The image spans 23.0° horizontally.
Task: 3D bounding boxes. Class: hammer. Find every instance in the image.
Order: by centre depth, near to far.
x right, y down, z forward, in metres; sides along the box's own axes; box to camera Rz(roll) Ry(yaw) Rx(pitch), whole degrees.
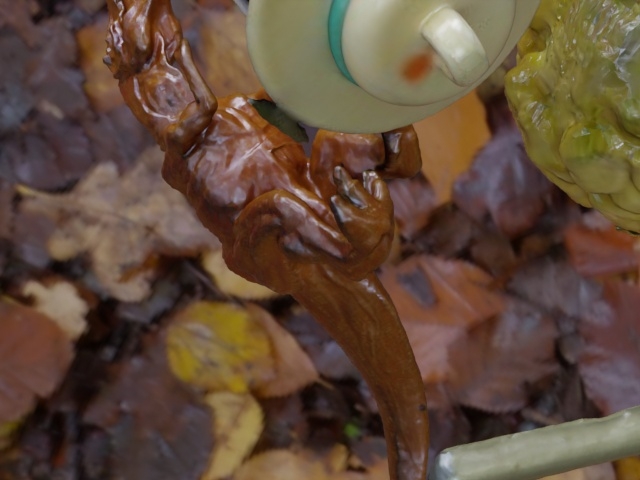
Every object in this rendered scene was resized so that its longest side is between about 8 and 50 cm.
[{"bbox_3d":[0.112,0.042,0.428,0.195,0.060,0.028,-8,98,-22],"label":"hammer"}]

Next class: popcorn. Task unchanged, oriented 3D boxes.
[{"bbox_3d":[0.225,-0.121,0.961,0.250,0.190,0.250,0,90,37],"label":"popcorn"}]

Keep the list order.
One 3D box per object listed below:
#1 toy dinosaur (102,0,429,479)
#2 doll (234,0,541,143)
[{"bbox_3d":[0.000,0.000,0.910,0.097,0.208,0.432,-28,87,-33],"label":"toy dinosaur"},{"bbox_3d":[-0.024,-0.167,0.679,0.144,0.208,0.271,-37,92,-1],"label":"doll"}]
